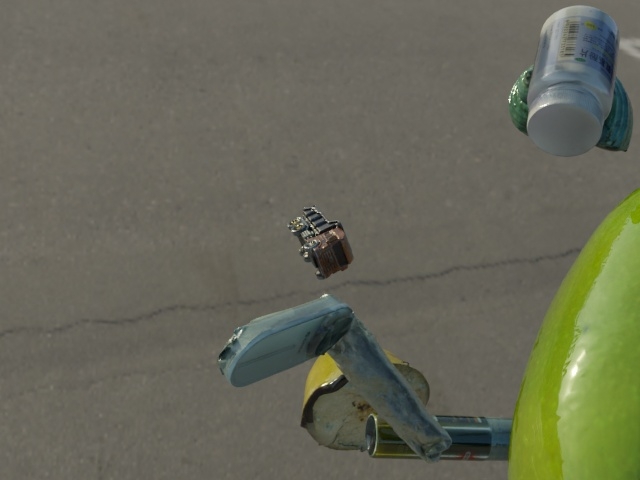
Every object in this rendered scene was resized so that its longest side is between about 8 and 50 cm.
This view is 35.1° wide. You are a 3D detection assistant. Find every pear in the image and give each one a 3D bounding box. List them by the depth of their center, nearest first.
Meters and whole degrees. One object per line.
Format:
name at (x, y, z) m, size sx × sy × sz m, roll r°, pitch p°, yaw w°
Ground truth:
pear at (0.065, 0.281, 1.986) m, size 0.267 × 0.266 × 0.178 m, roll -2°, pitch 36°, yaw -23°

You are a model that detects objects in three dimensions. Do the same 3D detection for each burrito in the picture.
burrito at (0.110, 0.237, 1.617) m, size 0.082 × 0.059 × 0.275 m, roll -42°, pitch 95°, yaw -17°

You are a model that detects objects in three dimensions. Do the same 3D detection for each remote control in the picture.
remote control at (-0.047, 0.140, 1.444) m, size 0.052 × 0.104 × 0.247 m, roll 43°, pitch 34°, yaw 26°

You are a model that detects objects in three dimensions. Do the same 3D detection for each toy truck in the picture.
toy truck at (0.000, 0.000, 2.063) m, size 0.092 × 0.083 × 0.192 m, roll -25°, pitch 28°, yaw -7°

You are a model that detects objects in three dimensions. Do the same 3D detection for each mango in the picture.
mango at (0.223, 0.093, 0.689) m, size 0.156 × 0.192 × 0.343 m, roll 13°, pitch 55°, yaw 20°

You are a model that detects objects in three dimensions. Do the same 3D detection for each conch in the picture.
conch at (0.399, -0.227, 1.637) m, size 0.202 × 0.134 × 0.196 m, roll -4°, pitch 26°, yaw -30°

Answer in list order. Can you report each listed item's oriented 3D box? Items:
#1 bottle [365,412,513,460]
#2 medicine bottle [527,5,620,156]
bottle at (0.228, 0.354, 1.821) m, size 0.286 × 0.082 × 0.082 m, roll 4°, pitch 31°, yaw -13°
medicine bottle at (0.315, -0.200, 1.265) m, size 0.103 × 0.102 × 0.186 m, roll 15°, pitch 52°, yaw 6°
